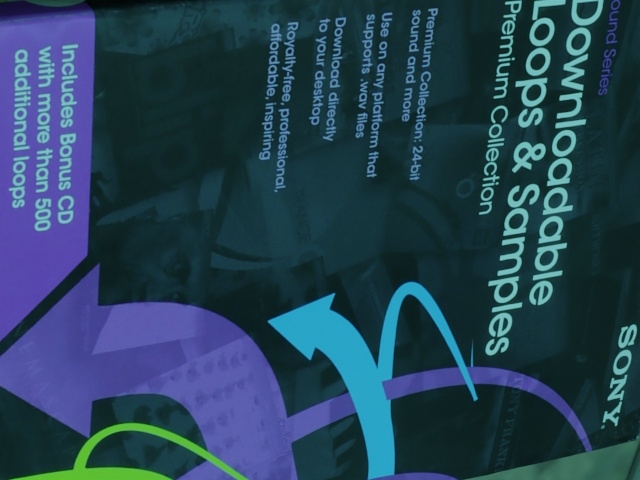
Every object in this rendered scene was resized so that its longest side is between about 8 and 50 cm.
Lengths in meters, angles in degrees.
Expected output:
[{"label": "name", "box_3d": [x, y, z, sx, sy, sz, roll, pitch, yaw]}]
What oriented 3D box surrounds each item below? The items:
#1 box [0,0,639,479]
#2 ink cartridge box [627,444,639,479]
[{"label": "box", "box_3d": [0.000, 0.000, 0.387, 0.162, 0.029, 0.116, -10, 121, -28]}, {"label": "ink cartridge box", "box_3d": [0.188, 0.034, 0.412, 0.207, 0.117, 0.283, 14, 111, -4]}]
